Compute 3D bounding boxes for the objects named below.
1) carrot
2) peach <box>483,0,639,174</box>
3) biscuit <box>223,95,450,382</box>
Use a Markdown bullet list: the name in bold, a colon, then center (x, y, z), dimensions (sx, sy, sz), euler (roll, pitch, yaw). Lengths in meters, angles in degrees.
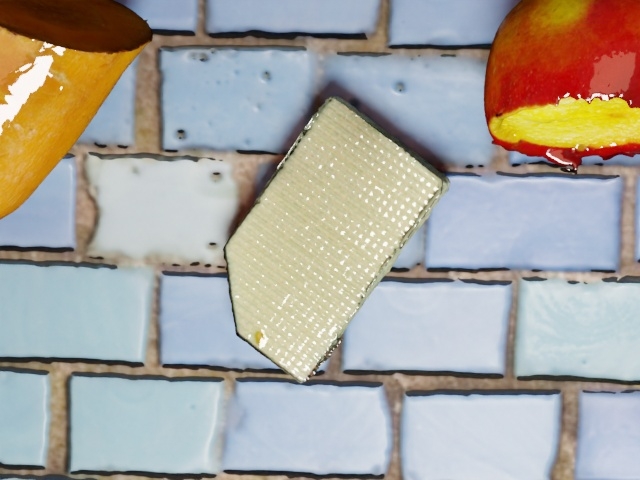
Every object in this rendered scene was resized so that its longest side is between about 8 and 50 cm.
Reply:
- **carrot**: center (-0.340, -0.123, 1.819), dimensions (0.214, 0.193, 0.331), euler (27, 109, -38)
- **peach**: center (0.255, -0.149, 1.740), dimensions (0.226, 0.190, 0.196), euler (-42, 100, 5)
- **biscuit**: center (0.000, 0.000, 1.866), dimensions (0.150, 0.052, 0.252), euler (35, 100, 6)
